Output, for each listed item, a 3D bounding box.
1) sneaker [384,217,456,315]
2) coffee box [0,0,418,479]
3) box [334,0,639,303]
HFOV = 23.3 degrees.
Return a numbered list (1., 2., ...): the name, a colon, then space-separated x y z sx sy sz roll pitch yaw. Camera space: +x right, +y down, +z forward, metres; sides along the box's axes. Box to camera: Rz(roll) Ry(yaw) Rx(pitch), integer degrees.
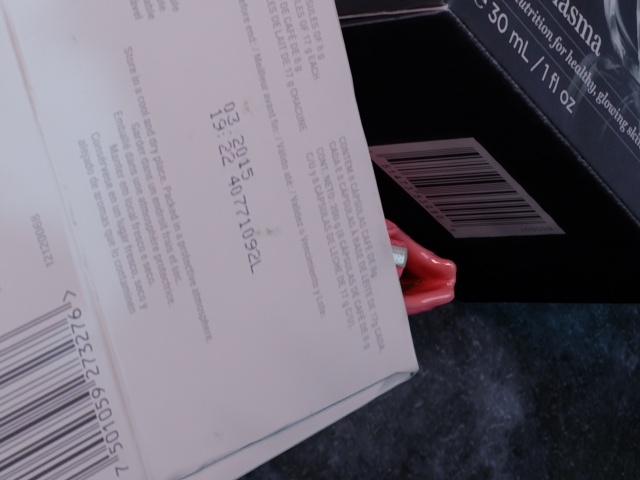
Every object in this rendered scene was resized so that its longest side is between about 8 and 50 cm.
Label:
1. sneaker: 0.000 -0.001 1.305 0.314 0.136 0.116 19 75 -48
2. coffee box: -0.205 -0.029 0.880 0.338 0.334 0.338 -26 111 -36
3. box: 0.181 -0.252 1.404 0.480 0.297 0.472 39 59 -42
